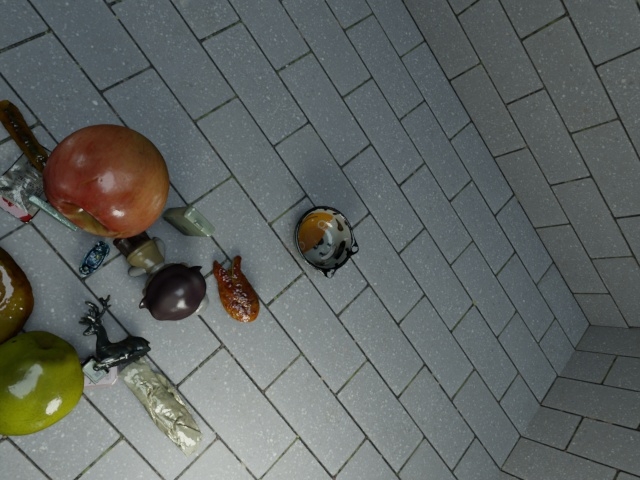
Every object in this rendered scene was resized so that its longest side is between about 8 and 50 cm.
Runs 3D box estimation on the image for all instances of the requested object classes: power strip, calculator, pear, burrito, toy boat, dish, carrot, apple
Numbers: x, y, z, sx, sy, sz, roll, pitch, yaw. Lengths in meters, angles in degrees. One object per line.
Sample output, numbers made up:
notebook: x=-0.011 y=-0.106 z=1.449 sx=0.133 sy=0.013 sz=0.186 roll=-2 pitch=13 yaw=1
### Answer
power strip: x=-0.464 y=-0.064 z=1.531 sx=0.118 sy=0.270 sz=0.046 roll=46 pitch=65 yaw=-29
calculator: x=-0.759 y=0.439 z=1.447 sx=0.175 sy=0.032 sz=0.100 roll=1 pitch=84 yaw=-27
pear: x=-0.850 y=0.421 z=1.269 sx=0.294 sy=0.294 sz=0.294 roll=3 pitch=83 yaw=-27
burrito: x=-0.540 y=0.575 z=1.519 sx=0.117 sy=0.076 sz=0.392 roll=-41 pitch=102 yaw=-37
toy boat: x=-0.761 y=0.062 z=1.470 sx=0.060 sy=0.061 sz=0.137 roll=38 pitch=69 yaw=-19
dish: x=0.000 y=0.000 z=1.843 sx=0.303 sy=0.120 sz=0.302 roll=3 pitch=83 yaw=-27
carrot: x=-0.931 y=-0.305 z=1.406 sx=0.066 sy=0.066 sz=0.314 roll=-36 pitch=95 yaw=-26
apple: x=-0.656 y=-0.191 z=1.382 sx=0.364 sy=0.364 sz=0.363 roll=3 pitch=83 yaw=-27

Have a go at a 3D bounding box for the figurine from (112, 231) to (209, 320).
figurine: x=-0.566 y=0.128 z=1.530 sx=0.365 sy=0.206 sz=0.218 roll=41 pitch=42 yaw=8

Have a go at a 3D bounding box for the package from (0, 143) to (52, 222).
package: x=-0.941 y=-0.192 z=1.419 sx=0.154 sy=0.030 sz=0.239 roll=38 pitch=66 yaw=-18

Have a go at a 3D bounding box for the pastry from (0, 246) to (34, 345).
pastry: x=-1.027 y=0.163 z=1.266 sx=0.356 sy=0.164 sz=0.355 roll=1 pitch=88 yaw=-27

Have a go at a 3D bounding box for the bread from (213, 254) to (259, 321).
bread: x=-0.319 y=0.189 z=1.672 sx=0.139 sy=0.095 sz=0.268 roll=-19 pitch=89 yaw=-35

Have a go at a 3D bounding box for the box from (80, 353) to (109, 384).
box: x=-0.731 y=0.417 z=1.409 sx=0.060 sy=0.063 sz=0.084 roll=-42 pitch=102 yaw=-24

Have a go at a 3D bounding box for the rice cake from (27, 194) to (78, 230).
rice cake: x=-0.872 y=-0.089 z=1.431 sx=0.171 sy=0.033 sz=0.029 roll=42 pitch=61 yaw=-29

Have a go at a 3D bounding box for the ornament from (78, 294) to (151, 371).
ornament: x=-0.686 y=0.291 z=1.453 sx=0.202 sy=0.080 sz=0.236 roll=-9 pitch=65 yaw=-54
